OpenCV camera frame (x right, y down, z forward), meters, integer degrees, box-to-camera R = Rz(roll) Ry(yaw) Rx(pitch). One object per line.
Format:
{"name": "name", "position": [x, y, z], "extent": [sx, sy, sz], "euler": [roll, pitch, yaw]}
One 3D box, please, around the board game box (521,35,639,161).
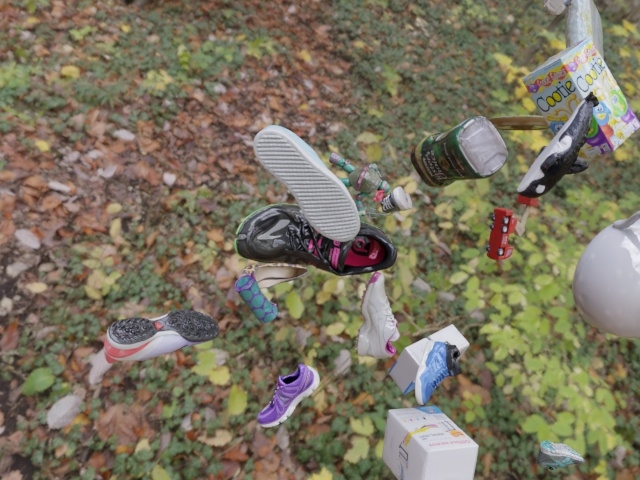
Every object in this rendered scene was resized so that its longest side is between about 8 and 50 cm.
{"name": "board game box", "position": [0.695, -0.369, 1.593], "extent": [0.275, 0.144, 0.142], "euler": [56, -24, -7]}

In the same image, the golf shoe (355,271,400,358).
{"name": "golf shoe", "position": [0.197, 0.246, 1.927], "extent": [0.140, 0.306, 0.115], "euler": [12, 25, 18]}

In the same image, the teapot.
{"name": "teapot", "position": [0.627, 0.085, 1.135], "extent": [0.256, 0.252, 0.187], "euler": [18, 10, -30]}

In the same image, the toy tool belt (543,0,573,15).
{"name": "toy tool belt", "position": [0.496, -0.496, 1.220], "extent": [0.052, 0.083, 0.051], "euler": [48, 24, 4]}

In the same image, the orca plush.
{"name": "orca plush", "position": [0.606, -0.212, 1.455], "extent": [0.102, 0.287, 0.151], "euler": [33, -1, 0]}

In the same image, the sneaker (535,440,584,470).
{"name": "sneaker", "position": [0.688, 0.632, 1.729], "extent": [0.166, 0.076, 0.065], "euler": [20, 11, -21]}

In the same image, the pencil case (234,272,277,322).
{"name": "pencil case", "position": [-0.185, 0.169, 1.732], "extent": [0.064, 0.070, 0.152], "euler": [32, -22, 54]}

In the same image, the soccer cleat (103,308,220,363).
{"name": "soccer cleat", "position": [-0.431, 0.267, 1.633], "extent": [0.318, 0.116, 0.109], "euler": [-2, 45, -38]}

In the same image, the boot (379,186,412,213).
{"name": "boot", "position": [0.214, -0.110, 1.763], "extent": [0.190, 0.086, 0.069], "euler": [15, 62, -71]}

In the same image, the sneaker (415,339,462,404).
{"name": "sneaker", "position": [0.259, 0.287, 1.288], "extent": [0.152, 0.084, 0.058], "euler": [-65, 146, -37]}

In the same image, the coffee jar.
{"name": "coffee jar", "position": [0.226, -0.144, 1.008], "extent": [0.096, 0.079, 0.184], "euler": [54, -14, -8]}

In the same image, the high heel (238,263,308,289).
{"name": "high heel", "position": [-0.165, 0.124, 2.072], "extent": [0.186, 0.093, 0.261], "euler": [-2, 11, 22]}

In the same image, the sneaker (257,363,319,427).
{"name": "sneaker", "position": [-0.081, 0.332, 1.301], "extent": [0.071, 0.170, 0.068], "euler": [42, 4, -21]}

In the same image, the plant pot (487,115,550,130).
{"name": "plant pot", "position": [0.691, -0.399, 2.040], "extent": [0.236, 0.032, 0.236], "euler": [0, 5, 0]}

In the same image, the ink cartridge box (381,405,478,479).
{"name": "ink cartridge box", "position": [0.309, 0.610, 1.715], "extent": [0.171, 0.168, 0.232], "euler": [2, 13, -21]}

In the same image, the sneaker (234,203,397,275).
{"name": "sneaker", "position": [0.000, 0.000, 1.683], "extent": [0.482, 0.185, 0.202], "euler": [3, 7, -17]}

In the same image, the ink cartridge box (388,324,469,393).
{"name": "ink cartridge box", "position": [0.322, 0.352, 1.772], "extent": [0.203, 0.148, 0.086], "euler": [-18, 57, -33]}

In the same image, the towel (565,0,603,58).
{"name": "towel", "position": [0.852, -0.600, 1.927], "extent": [0.374, 0.090, 0.321], "euler": [-7, 92, -59]}

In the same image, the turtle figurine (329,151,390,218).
{"name": "turtle figurine", "position": [0.125, -0.176, 1.794], "extent": [0.234, 0.175, 0.118], "euler": [23, -23, 8]}

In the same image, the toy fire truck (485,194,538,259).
{"name": "toy fire truck", "position": [0.525, -0.043, 1.634], "extent": [0.135, 0.192, 0.047], "euler": [-3, 15, -35]}

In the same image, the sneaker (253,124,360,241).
{"name": "sneaker", "position": [-0.020, -0.163, 1.559], "extent": [0.366, 0.135, 0.150], "euler": [51, 20, -17]}
